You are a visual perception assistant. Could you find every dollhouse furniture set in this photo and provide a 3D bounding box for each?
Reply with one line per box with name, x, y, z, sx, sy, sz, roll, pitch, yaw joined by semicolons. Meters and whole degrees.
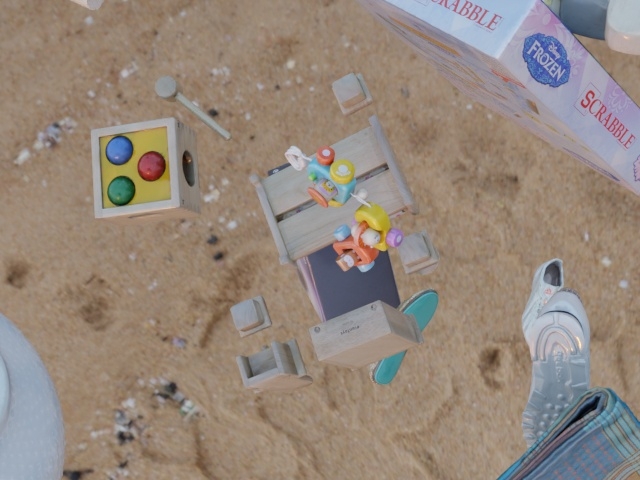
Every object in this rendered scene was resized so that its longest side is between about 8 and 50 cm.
dollhouse furniture set;0.000;0.000;1.269;0.303;0.174;0.355;-24;71;13

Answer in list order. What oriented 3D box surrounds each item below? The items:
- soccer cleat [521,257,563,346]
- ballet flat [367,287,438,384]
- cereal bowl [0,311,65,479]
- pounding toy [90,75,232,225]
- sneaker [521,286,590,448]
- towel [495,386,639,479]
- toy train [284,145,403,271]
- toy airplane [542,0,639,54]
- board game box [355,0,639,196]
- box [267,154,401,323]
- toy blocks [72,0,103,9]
soccer cleat;0.441;0.124;1.770;0.068;0.076;0.196;17;61;-2
ballet flat;0.141;0.165;1.641;0.206;0.073;0.067;-58;29;8
cereal bowl;-0.366;0.151;0.757;0.141;0.339;0.339;-45;52;34
pounding toy;-0.223;-0.137;1.258;0.181;0.094;0.206;-7;82;13
sneaker;0.312;0.177;1.157;0.090;0.235;0.095;8;27;17
towel;0.336;0.361;1.140;0.271;0.370;0.040;-44;37;0
toy train;0.017;-0.023;0.951;0.046;0.166;0.125;-47;25;-25
toy airplane;0.349;-0.347;0.938;0.386;0.272;0.384;-14;61;-26
board game box;0.182;-0.195;0.951;0.066;0.318;0.318;-54;45;8
box;0.026;-0.003;1.962;0.182;0.296;0.294;-20;27;-7
toy blocks;-0.401;-0.581;1.393;0.260;0.309;0.288;28;63;21
